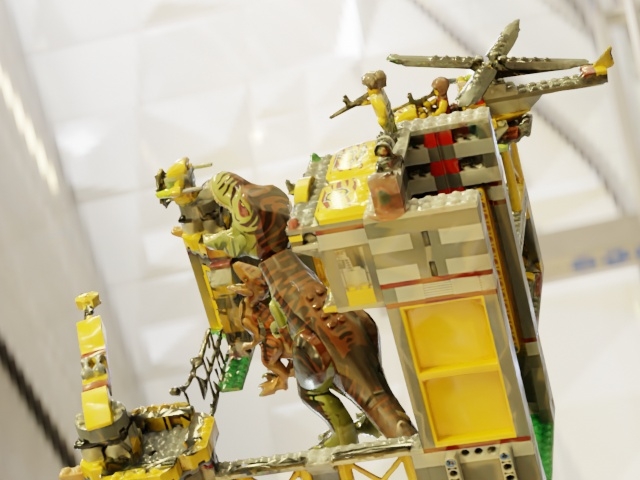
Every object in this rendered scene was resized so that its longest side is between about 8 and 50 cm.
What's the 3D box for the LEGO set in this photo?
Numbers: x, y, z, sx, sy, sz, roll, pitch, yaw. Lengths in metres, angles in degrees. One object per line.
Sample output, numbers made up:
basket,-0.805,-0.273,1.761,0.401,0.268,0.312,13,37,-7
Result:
LEGO set,0.000,0.000,0.884,0.331,0.255,0.192,-61,-39,-56
